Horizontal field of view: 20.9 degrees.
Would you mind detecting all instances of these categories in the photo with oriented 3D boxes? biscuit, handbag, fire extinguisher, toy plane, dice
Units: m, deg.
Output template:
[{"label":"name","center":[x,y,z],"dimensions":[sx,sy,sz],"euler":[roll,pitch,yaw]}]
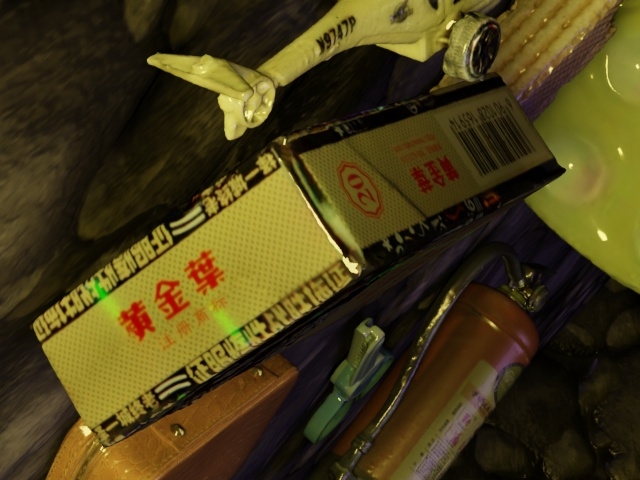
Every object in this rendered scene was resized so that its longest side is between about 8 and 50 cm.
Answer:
[{"label":"biscuit","center":[0.136,-0.115,1.298],"dimensions":[0.239,0.062,0.108],"euler":[-46,168,-10]},{"label":"handbag","center":[-0.109,0.146,1.213],"dimensions":[0.193,0.072,0.151],"euler":[-37,161,-49]},{"label":"fire extinguisher","center":[0.130,0.145,1.783],"dimensions":[0.376,0.113,0.200],"euler":[-51,172,-14]},{"label":"toy plane","center":[0.030,-0.125,0.902],"dimensions":[0.286,0.092,0.108],"euler":[-40,142,-37]},{"label":"dice","center":[0.329,-0.101,1.540],"dimensions":[0.249,0.252,0.254],"euler":[-54,167,23]}]

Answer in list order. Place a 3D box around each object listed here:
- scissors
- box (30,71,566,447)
[{"label":"scissors","center":[0.037,0.127,1.700],"dimensions":[0.125,0.030,0.256],"euler":[-45,169,-18]},{"label":"box","center":[0.000,0.000,1.013],"dimensions":[0.198,0.084,0.310],"euler":[-34,175,29]}]
